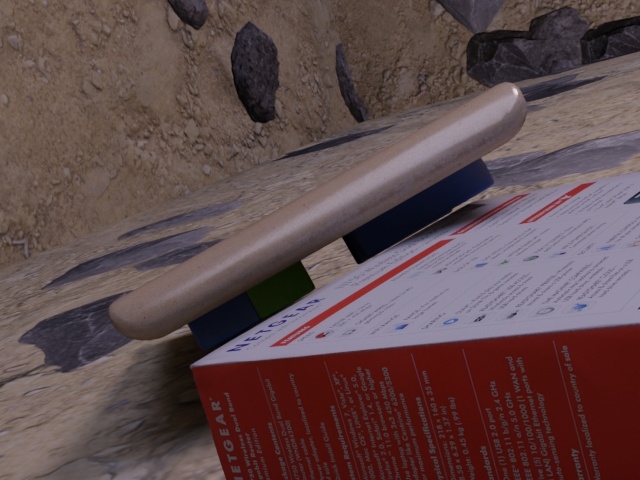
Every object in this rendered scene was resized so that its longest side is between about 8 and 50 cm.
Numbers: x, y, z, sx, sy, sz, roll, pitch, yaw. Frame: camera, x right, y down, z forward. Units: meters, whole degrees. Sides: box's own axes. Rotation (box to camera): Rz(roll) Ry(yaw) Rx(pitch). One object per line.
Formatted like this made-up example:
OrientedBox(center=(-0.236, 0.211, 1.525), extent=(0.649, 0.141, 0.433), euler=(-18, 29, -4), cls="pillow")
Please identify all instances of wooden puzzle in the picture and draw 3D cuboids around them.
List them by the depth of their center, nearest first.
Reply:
OrientedBox(center=(0.000, 0.000, 0.878), extent=(0.322, 0.080, 0.348), euler=(-30, 2, -4), cls="wooden puzzle")

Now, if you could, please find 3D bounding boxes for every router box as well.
OrientedBox(center=(0.150, 0.034, 0.598), extent=(0.301, 0.082, 0.335), euler=(-10, 11, 39), cls="router box")
